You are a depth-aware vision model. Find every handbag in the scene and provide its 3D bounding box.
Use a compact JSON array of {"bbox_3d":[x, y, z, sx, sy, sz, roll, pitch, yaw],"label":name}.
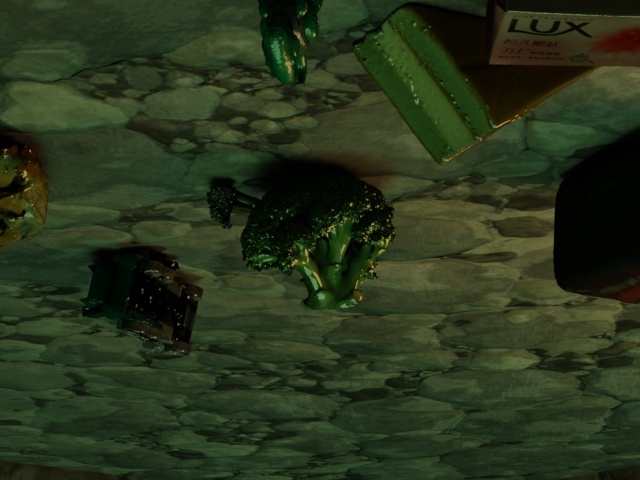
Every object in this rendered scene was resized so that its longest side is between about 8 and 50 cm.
[{"bbox_3d":[0.386,-0.010,1.862,0.181,0.181,0.254,8,163,-20],"label":"handbag"}]

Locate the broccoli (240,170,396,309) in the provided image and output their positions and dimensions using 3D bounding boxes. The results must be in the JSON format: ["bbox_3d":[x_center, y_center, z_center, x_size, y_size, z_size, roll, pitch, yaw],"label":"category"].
[{"bbox_3d":[0.000,0.000,1.929,0.195,0.156,0.195,-11,-178,0],"label":"broccoli"}]

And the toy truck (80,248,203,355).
[{"bbox_3d":[-0.245,0.080,2.260,0.116,0.110,0.216,7,166,19],"label":"toy truck"}]

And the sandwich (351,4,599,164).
[{"bbox_3d":[0.156,-0.177,1.597,0.187,0.144,0.117,-32,-179,-33],"label":"sandwich"}]

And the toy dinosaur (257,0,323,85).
[{"bbox_3d":[-0.029,-0.175,1.464,0.059,0.096,0.132,-3,160,11],"label":"toy dinosaur"}]

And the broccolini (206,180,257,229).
[{"bbox_3d":[-0.066,-0.037,2.011,0.194,0.054,0.052,9,-167,-43],"label":"broccolini"}]

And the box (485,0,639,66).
[{"bbox_3d":[0.221,-0.196,1.465,0.156,0.060,0.111,-1,161,-2],"label":"box"}]

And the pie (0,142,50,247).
[{"bbox_3d":[-0.432,-0.048,1.869,0.308,0.085,0.308,-1,163,0],"label":"pie"}]
